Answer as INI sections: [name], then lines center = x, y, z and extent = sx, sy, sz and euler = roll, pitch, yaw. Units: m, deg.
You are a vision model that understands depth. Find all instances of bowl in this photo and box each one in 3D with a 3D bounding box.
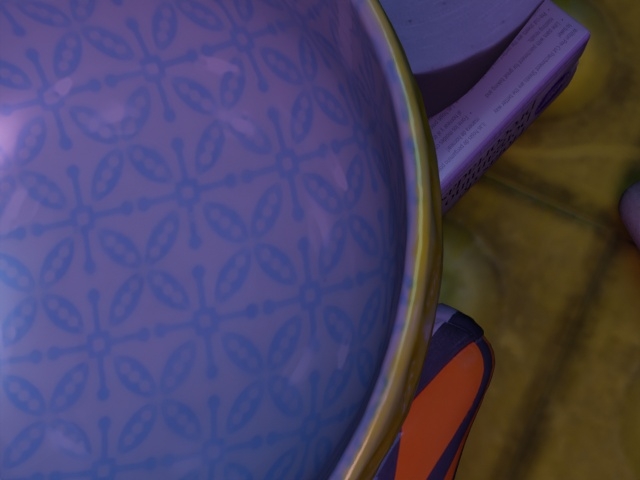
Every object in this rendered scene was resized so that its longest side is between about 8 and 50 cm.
[bowl]
center = -0.079, 0.011, 0.479
extent = 0.290, 0.156, 0.289
euler = -4, 80, 21

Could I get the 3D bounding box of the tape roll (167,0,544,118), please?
[tape roll]
center = 0.001, -0.158, 0.583
extent = 0.219, 0.072, 0.219
euler = 4, 71, -14

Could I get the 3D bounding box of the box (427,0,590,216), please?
[box]
center = 0.000, 0.000, 0.620
extent = 0.067, 0.063, 0.324
euler = 40, 73, 12

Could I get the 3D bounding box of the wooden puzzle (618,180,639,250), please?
[wooden puzzle]
center = 0.352, 0.065, 0.594
extent = 0.322, 0.080, 0.347
euler = -20, 71, -8

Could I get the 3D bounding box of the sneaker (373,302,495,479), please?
[sneaker]
center = 0.021, 0.194, 0.529
extent = 0.180, 0.124, 0.321
euler = 32, 82, 6
